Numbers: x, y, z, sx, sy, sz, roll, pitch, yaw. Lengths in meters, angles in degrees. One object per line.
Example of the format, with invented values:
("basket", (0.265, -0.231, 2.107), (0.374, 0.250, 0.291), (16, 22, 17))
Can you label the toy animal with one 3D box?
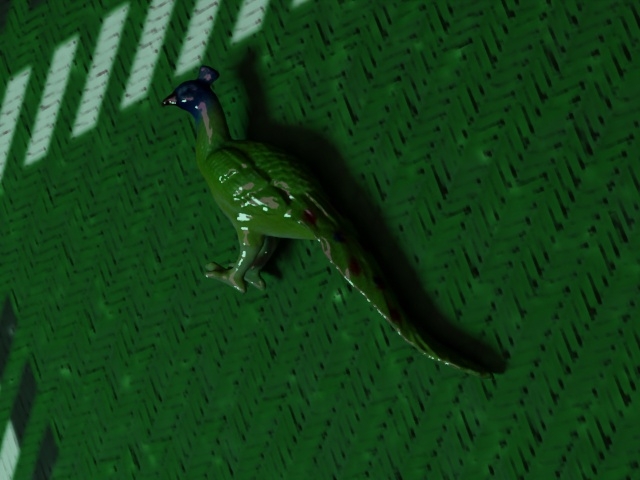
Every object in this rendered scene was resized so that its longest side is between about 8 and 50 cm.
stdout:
("toy animal", (-0.011, 0.011, 0.570), (0.217, 0.041, 0.075), (48, 113, 14))
